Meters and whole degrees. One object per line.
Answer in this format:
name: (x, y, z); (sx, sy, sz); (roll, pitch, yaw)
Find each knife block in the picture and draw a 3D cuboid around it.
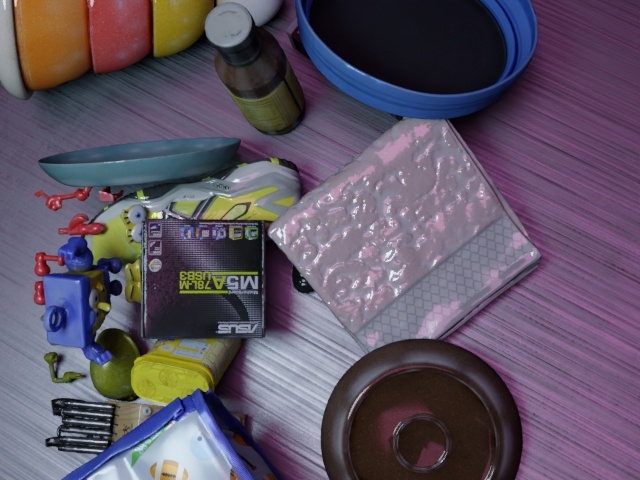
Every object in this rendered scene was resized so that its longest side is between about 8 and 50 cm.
knife block: (-0.290, 0.306, 1.615); (0.276, 0.242, 0.088); (13, 78, -35)

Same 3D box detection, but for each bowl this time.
bowl: (0.148, -0.350, 1.602); (0.391, 0.077, 0.391); (6, 55, -8)

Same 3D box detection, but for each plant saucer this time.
plant saucer: (0.154, 0.305, 1.529); (0.311, 0.050, 0.310); (0, 88, 3)
plant saucer: (-0.282, -0.124, 1.593); (0.318, 0.317, 0.043); (-4, 102, 7)

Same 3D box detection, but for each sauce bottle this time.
sauce bottle: (-0.101, -0.265, 1.564); (0.111, 0.344, 0.111); (-2, 76, 8)

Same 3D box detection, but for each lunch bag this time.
lunch bag: (-0.190, 0.440, 1.442); (0.328, 0.239, 0.385); (-36, 105, -1)

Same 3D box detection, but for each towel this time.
towel: (0.136, 0.002, 1.579); (0.332, 0.053, 0.317); (-38, 93, -2)

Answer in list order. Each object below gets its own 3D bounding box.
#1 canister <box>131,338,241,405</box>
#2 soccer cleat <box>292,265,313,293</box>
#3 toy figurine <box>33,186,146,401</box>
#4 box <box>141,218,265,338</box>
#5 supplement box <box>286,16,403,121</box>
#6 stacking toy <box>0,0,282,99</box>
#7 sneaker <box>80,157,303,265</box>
canister: (-0.204, 0.183, 1.572); (0.126, 0.170, 0.073); (10, 116, 11)
soccer cleat: (0.000, 0.000, 1.632); (0.060, 0.072, 0.179); (25, 83, 12)
toy figurine: (-0.384, 0.111, 1.522); (0.191, 0.217, 0.362); (6, 107, 9)
box: (-0.180, 0.060, 1.545); (0.191, 0.045, 0.184); (1, 84, -9)
supplement box: (0.076, -0.323, 1.690); (0.239, 0.073, 0.130); (37, 85, 14)
stacking toy: (-0.299, -0.408, 1.677); (0.480, 0.350, 0.350); (-1, 78, -8)
sneaker: (-0.208, -0.014, 1.630); (0.385, 0.145, 0.147); (-18, 76, 6)
